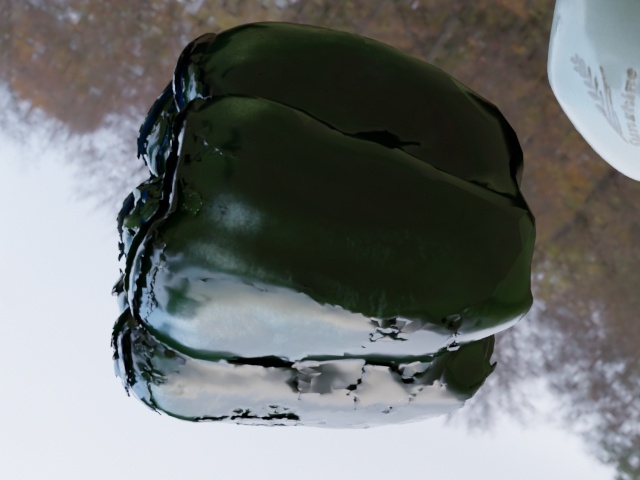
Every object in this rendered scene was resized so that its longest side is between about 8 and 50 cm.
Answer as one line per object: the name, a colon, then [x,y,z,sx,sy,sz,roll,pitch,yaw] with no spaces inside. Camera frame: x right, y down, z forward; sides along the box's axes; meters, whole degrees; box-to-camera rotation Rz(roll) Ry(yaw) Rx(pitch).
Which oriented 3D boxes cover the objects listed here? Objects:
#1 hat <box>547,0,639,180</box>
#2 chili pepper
hat: [0.269,-0.112,0.972,0.301,0.168,0.257,-75,-31,-57]
chili pepper: [0.000,0.000,0.748,0.257,0.233,0.248,11,-137,-7]
